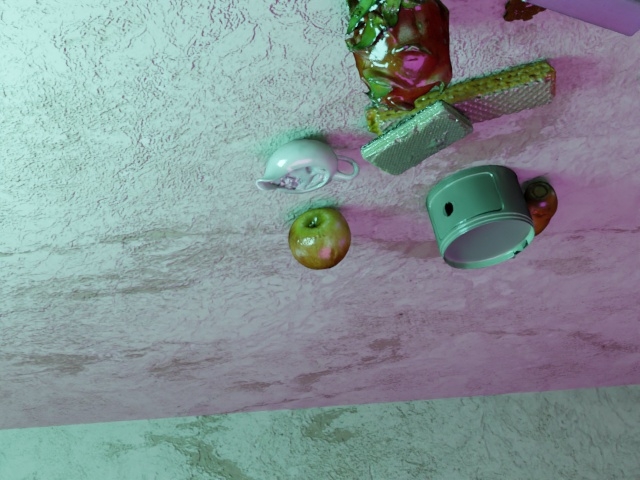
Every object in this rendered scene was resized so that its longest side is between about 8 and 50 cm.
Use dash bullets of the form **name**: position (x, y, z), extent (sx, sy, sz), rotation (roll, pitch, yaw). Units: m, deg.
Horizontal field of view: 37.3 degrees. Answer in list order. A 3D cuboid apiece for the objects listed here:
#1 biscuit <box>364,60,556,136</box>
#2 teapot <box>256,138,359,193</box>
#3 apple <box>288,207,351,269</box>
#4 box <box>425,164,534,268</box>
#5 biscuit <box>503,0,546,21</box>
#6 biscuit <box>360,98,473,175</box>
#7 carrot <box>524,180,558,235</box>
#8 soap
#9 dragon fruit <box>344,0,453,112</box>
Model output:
- **biscuit**: position (0.278, -0.269, 1.876), extent (0.378, 0.054, 0.094), rotation (-14, 151, 3)
- **teapot**: position (-0.029, -0.152, 1.926), extent (0.226, 0.092, 0.145), rotation (-4, 153, -17)
- **apple**: position (0.000, 0.000, 2.156), extent (0.146, 0.147, 0.146), rotation (-10, 151, -5)
- **box**: position (0.372, -0.051, 2.209), extent (0.226, 0.149, 0.226), rotation (-10, 151, -6)
- **biscuit**: position (0.359, -0.420, 1.679), extent (0.082, 0.016, 0.092), rotation (-17, 151, 18)
- **biscuit**: position (0.190, -0.197, 1.870), extent (0.199, 0.041, 0.121), rotation (-30, 149, 28)
- **carrot**: position (0.531, -0.074, 2.305), extent (0.087, 0.087, 0.193), rotation (-14, 153, 2)
- **soap**: position (0.404, -0.435, 1.502), extent (0.259, 0.181, 0.081), rotation (7, 146, -34)
- **dragon fruit**: position (0.115, -0.334, 1.551), extent (0.200, 0.198, 0.269), rotation (-59, 149, -5)
